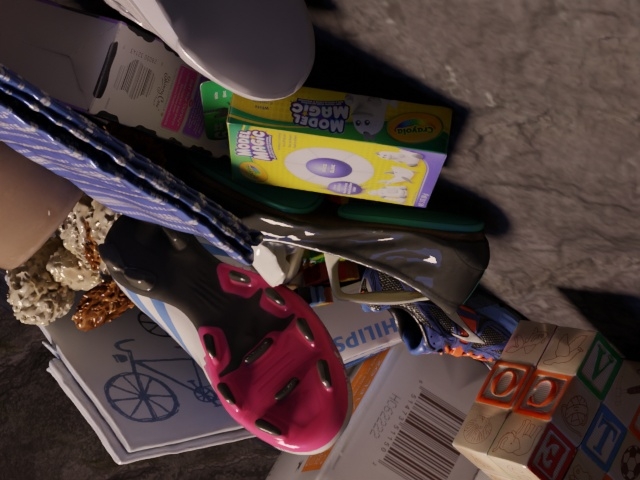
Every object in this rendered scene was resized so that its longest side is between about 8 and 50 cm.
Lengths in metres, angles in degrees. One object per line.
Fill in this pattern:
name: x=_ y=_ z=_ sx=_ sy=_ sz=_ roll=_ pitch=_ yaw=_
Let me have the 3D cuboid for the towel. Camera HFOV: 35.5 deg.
towel: x=-0.226 y=-0.079 z=0.762 sx=0.336 sy=0.040 sz=0.243 roll=34 pitch=168 yaw=-40

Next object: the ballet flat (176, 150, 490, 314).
ballet flat: x=0.000 y=0.000 z=0.844 sx=0.281 sy=0.096 sz=0.095 roll=16 pitch=-163 yaw=16

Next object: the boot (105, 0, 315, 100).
boot: x=-0.119 y=-0.192 z=0.666 sx=0.258 sy=0.095 sz=0.123 roll=44 pitch=169 yaw=-21

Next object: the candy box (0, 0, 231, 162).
candy box: x=-0.166 y=-0.130 z=0.792 sx=0.165 sy=0.070 sz=0.196 roll=21 pitch=-177 yaw=29

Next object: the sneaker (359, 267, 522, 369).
sneaker: x=0.121 y=0.083 z=0.977 sx=0.221 sy=0.087 sz=0.083 roll=37 pitch=162 yaw=-16

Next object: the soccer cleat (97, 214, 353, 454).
soccer cleat: x=-0.073 y=0.079 z=0.936 sx=0.331 sy=0.116 sz=0.143 roll=41 pitch=178 yaw=32

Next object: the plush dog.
plush dog: x=-0.233 y=-0.019 z=1.128 sx=0.211 sy=0.262 sz=0.225 roll=3 pitch=-174 yaw=-27

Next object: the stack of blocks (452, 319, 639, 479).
stack of blocks: x=0.269 y=0.192 z=0.889 sx=0.297 sy=0.171 sz=0.087 roll=43 pitch=159 yaw=-29

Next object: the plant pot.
plant pot: x=-0.345 y=-0.096 z=0.960 sx=0.229 sy=0.263 sz=0.263 roll=39 pitch=160 yaw=-20

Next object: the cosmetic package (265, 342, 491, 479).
cosmetic package: x=0.071 y=0.272 z=1.329 sx=0.162 sy=0.230 sz=0.453 roll=32 pitch=161 yaw=-1

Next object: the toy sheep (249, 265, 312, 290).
toy sheep: x=-0.051 y=0.052 z=1.178 sx=0.091 sy=0.091 sz=0.132 roll=19 pitch=164 yaw=33

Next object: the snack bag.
snack bag: x=-0.204 y=0.136 z=1.270 sx=0.323 sy=0.037 sz=0.342 roll=-3 pitch=-143 yaw=-46

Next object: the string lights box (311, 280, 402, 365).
string lights box: x=0.007 y=0.113 z=1.142 sx=0.259 sy=0.133 sz=0.076 roll=132 pitch=119 yaw=-71

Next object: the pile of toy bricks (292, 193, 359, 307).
pile of toy bricks: x=-0.005 y=0.012 z=1.007 sx=0.105 sy=0.118 sz=0.212 roll=-3 pitch=167 yaw=-31

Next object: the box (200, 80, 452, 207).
box: x=0.000 y=-0.072 z=0.739 sx=0.179 sy=0.043 sz=0.105 roll=10 pitch=160 yaw=1

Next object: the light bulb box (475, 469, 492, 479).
light bulb box: x=0.235 y=0.457 z=1.334 sx=0.225 sy=0.361 sz=0.358 roll=38 pitch=161 yaw=-20
